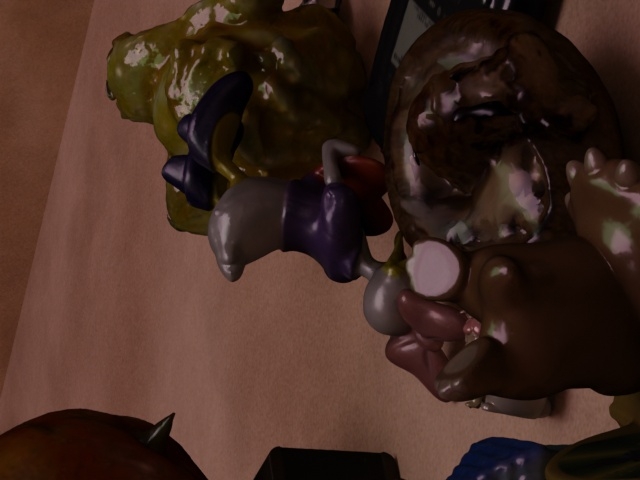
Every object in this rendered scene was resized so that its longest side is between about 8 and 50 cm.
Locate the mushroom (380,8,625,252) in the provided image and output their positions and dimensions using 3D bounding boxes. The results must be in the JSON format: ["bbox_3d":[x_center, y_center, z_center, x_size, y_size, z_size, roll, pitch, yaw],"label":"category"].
[{"bbox_3d":[0.165,-0.083,1.554,0.283,0.195,0.263,108,155,-75],"label":"mushroom"}]

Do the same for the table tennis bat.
[{"bbox_3d":[0.258,0.148,1.290,0.321,0.198,0.050,-74,-27,-85],"label":"table tennis bat"}]

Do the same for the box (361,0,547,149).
[{"bbox_3d":[0.134,-0.197,1.849,0.290,0.073,0.289,-119,40,-57],"label":"box"}]

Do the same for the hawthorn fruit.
[{"bbox_3d":[-0.256,0.356,1.916,0.403,0.403,0.403,-174,90,-70],"label":"hawthorn fruit"}]

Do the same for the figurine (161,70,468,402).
[{"bbox_3d":[-0.001,-0.005,1.866,0.193,0.421,0.154,-49,-21,-31],"label":"figurine"}]

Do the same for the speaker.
[{"bbox_3d":[-0.014,0.361,1.971,0.231,0.153,0.192,118,150,-46],"label":"speaker"}]

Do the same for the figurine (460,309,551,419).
[{"bbox_3d":[0.180,0.087,1.611,0.081,0.098,0.146,13,94,51],"label":"figurine"}]

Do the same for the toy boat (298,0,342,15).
[{"bbox_3d":[-0.021,-0.244,2.302,0.084,0.066,0.210,-103,27,-45],"label":"toy boat"}]

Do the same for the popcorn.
[{"bbox_3d":[-0.085,-0.148,2.154,0.290,0.321,0.326,25,86,58],"label":"popcorn"}]

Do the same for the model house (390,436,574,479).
[{"bbox_3d":[0.115,0.303,1.388,0.252,0.329,0.295,-176,90,-73],"label":"model house"}]

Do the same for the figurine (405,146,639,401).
[{"bbox_3d":[0.212,0.020,1.319,0.173,0.247,0.177,121,149,-41],"label":"figurine"}]
